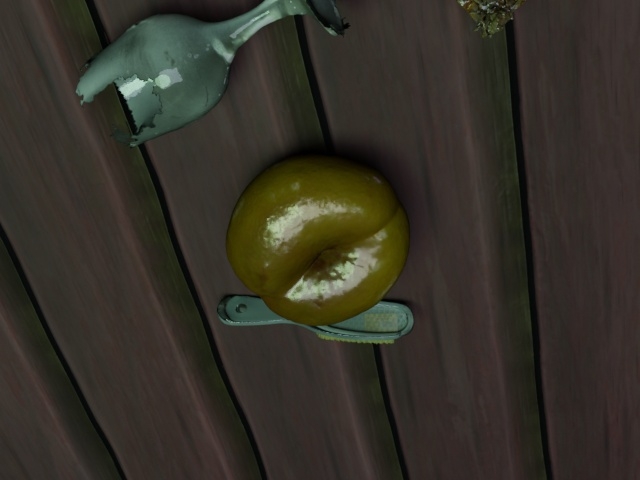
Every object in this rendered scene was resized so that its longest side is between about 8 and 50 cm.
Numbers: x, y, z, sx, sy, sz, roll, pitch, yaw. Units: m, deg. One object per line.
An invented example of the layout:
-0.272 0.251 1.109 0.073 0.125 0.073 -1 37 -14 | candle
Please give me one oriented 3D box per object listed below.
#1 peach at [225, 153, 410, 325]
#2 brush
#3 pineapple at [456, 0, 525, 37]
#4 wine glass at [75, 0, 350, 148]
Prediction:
0.000 0.000 1.037 0.251 0.153 0.251 2 128 2 | peach
-0.008 0.124 1.170 0.297 0.068 0.060 5 143 2 | brush
0.197 -0.271 0.900 0.114 0.114 0.077 11 140 -1 | pineapple
-0.132 -0.228 0.907 0.321 0.143 0.143 -29 117 18 | wine glass
